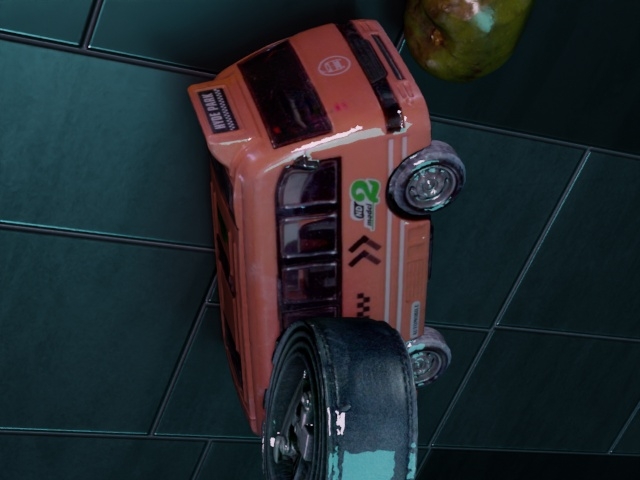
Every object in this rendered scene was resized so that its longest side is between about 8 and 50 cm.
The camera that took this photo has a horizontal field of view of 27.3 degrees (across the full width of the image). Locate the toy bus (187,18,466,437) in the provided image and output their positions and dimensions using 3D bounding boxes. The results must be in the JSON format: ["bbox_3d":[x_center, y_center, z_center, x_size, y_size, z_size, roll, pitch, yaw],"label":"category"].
[{"bbox_3d":[0.000,0.000,1.353,0.233,0.203,0.427,-11,131,-12],"label":"toy bus"}]

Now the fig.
[{"bbox_3d":[0.156,-0.246,1.320,0.126,0.185,0.133,11,134,17],"label":"fig"}]

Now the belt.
[{"bbox_3d":[0.015,0.185,1.249,0.116,0.206,0.267,2,151,-16],"label":"belt"}]
